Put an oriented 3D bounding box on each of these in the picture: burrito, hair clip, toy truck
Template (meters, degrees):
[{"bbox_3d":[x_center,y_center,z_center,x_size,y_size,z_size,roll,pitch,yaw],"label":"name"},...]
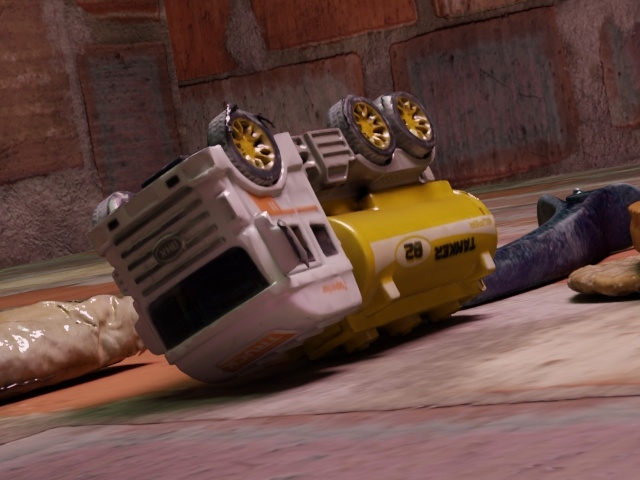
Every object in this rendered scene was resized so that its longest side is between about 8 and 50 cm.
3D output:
[{"bbox_3d":[-0.163,0.059,0.841,0.058,0.045,0.188,-17,-1,43],"label":"burrito"},{"bbox_3d":[0.139,0.000,1.011,0.083,0.048,0.275,-4,6,23],"label":"hair clip"},{"bbox_3d":[0.000,0.000,0.784,0.098,0.114,0.227,-34,-11,31],"label":"toy truck"}]

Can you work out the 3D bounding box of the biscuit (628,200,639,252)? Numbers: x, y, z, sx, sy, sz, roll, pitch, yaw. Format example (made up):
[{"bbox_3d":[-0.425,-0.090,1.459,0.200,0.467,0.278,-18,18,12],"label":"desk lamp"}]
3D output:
[{"bbox_3d":[0.290,-0.023,0.825,0.288,0.044,0.202,-9,4,-25],"label":"biscuit"}]

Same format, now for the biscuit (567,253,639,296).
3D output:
[{"bbox_3d":[0.187,0.014,0.849,0.120,0.015,0.120,-9,2,0],"label":"biscuit"}]
